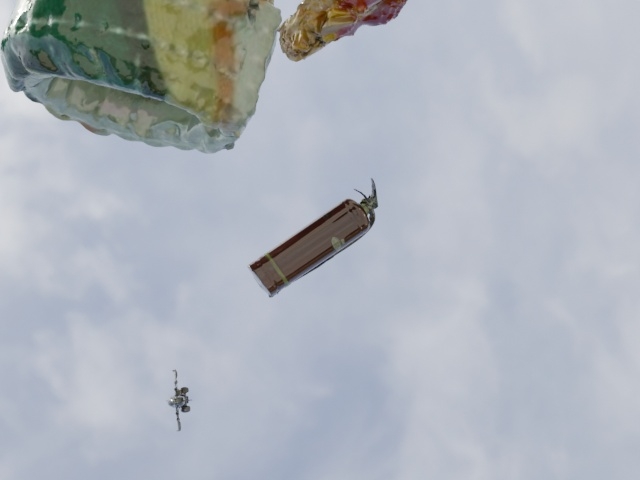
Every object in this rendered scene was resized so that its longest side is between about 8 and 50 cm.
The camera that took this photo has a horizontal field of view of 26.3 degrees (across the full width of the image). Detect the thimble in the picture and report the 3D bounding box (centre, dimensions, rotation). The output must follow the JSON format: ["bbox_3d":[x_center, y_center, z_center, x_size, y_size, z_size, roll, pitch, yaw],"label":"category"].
[{"bbox_3d":[-0.184,-0.205,1.445,0.254,0.288,0.167,47,-125,-69],"label":"thimble"}]

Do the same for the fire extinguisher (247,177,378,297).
[{"bbox_3d":[0.000,0.000,1.433,0.043,0.158,0.064,49,171,48],"label":"fire extinguisher"}]

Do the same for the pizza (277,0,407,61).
[{"bbox_3d":[0.055,-0.235,1.213,0.188,0.199,0.062,-40,-94,-20],"label":"pizza"}]

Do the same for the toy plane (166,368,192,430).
[{"bbox_3d":[-0.179,0.201,1.723,0.031,0.083,0.079,-5,-95,-11],"label":"toy plane"}]
